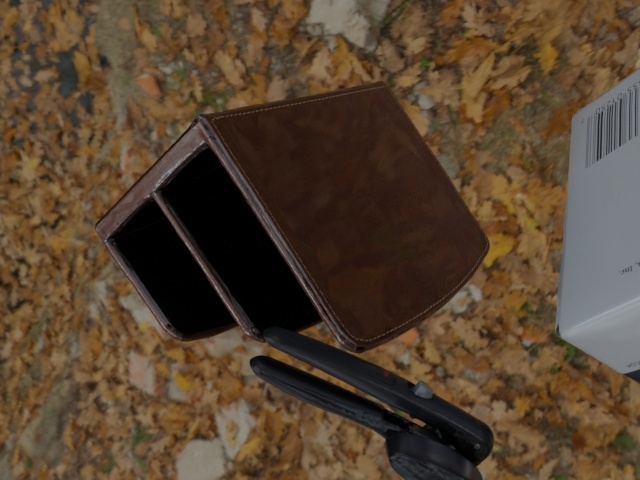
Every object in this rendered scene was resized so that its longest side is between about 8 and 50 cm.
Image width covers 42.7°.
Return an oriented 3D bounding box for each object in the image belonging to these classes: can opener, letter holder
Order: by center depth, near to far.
[{"bbox_3d":[0.039,0.113,0.578,0.186,0.073,0.059,32,96,1],"label":"can opener"},{"bbox_3d":[0.000,0.000,0.726,0.152,0.302,0.214,-38,84,33],"label":"letter holder"}]

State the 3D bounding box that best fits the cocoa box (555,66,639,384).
[{"bbox_3d":[0.362,-0.036,0.524,0.228,0.231,0.347,30,142,-18],"label":"cocoa box"}]
